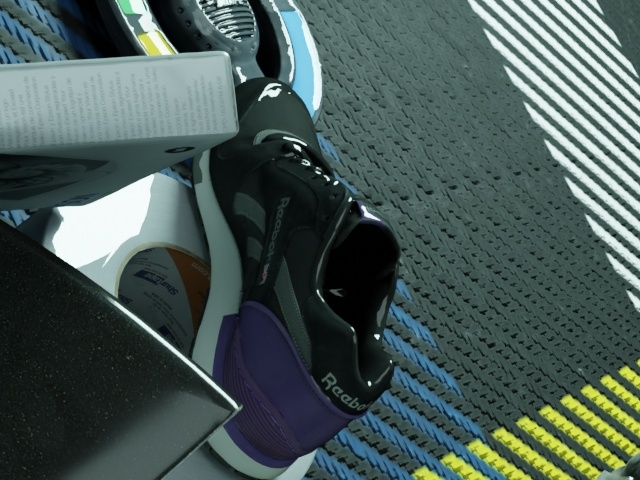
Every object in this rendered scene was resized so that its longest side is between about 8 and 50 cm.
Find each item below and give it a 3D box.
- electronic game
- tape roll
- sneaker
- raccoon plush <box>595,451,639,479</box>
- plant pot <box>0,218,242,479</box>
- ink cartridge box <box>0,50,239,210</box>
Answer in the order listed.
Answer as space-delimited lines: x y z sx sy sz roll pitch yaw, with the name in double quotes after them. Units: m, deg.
-0.082 -0.165 1.229 0.229 0.048 0.229 33 40 -32 "electronic game"
-0.099 0.068 0.983 0.219 0.072 0.219 33 40 -33 "tape roll"
0.000 0.000 0.989 0.107 0.124 0.283 32 40 -35 "sneaker"
0.198 0.268 0.822 0.216 0.299 0.446 33 13 34 "raccoon plush"
-0.183 0.089 0.720 0.167 0.187 0.188 50 51 0 "plant pot"
-0.183 -0.043 0.789 0.224 0.223 0.045 -5 85 -27 "ink cartridge box"
